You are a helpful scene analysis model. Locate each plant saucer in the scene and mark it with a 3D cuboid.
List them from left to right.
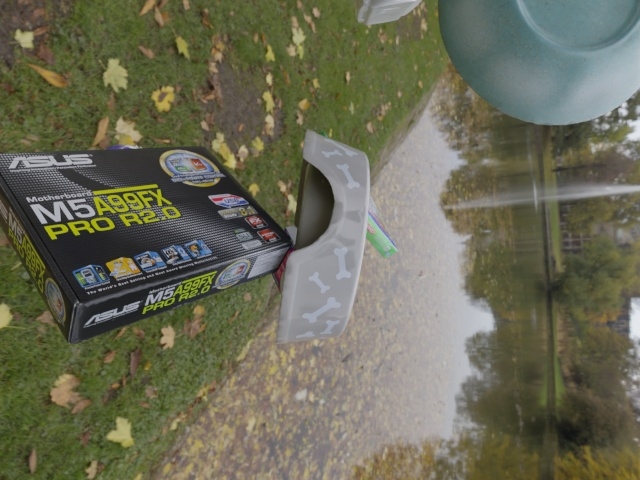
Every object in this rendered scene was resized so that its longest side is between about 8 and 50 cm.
[{"bbox_3d":[0.194,-0.192,0.330,0.037,0.195,0.194,143,-57,-87],"label":"plant saucer"}]

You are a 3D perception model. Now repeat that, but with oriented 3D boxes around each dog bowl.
[{"bbox_3d":[0.000,0.000,0.689,0.349,0.103,0.348,-172,-90,-87],"label":"dog bowl"}]

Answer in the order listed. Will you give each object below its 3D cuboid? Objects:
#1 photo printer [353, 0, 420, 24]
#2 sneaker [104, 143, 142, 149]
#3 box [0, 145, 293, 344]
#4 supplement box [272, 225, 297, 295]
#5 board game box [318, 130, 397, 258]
[{"bbox_3d":[0.090,-0.516,0.641,0.256,0.107,0.307,-81,163,-69],"label":"photo printer"},{"bbox_3d":[-0.368,-0.062,0.892,0.293,0.102,0.146,77,5,-50],"label":"sneaker"},{"bbox_3d":[-0.197,-0.023,0.492,0.216,0.060,0.270,47,36,22],"label":"box"},{"bbox_3d":[-0.066,0.059,1.275,0.114,0.220,0.111,-11,56,-28],"label":"supplement box"},{"bbox_3d":[0.090,-0.109,1.077,0.317,0.046,0.213,43,21,-50],"label":"board game box"}]
